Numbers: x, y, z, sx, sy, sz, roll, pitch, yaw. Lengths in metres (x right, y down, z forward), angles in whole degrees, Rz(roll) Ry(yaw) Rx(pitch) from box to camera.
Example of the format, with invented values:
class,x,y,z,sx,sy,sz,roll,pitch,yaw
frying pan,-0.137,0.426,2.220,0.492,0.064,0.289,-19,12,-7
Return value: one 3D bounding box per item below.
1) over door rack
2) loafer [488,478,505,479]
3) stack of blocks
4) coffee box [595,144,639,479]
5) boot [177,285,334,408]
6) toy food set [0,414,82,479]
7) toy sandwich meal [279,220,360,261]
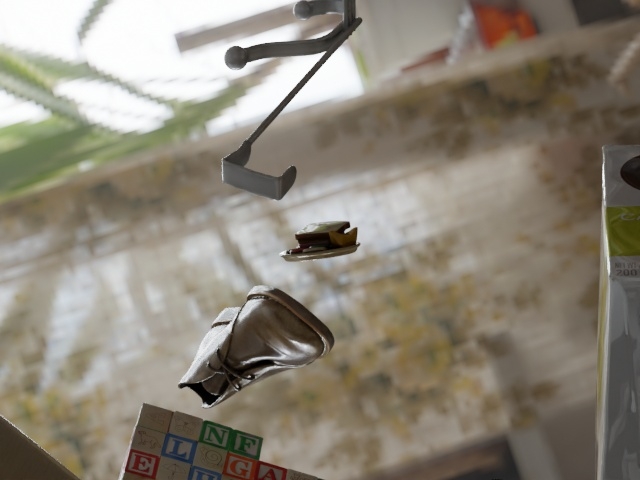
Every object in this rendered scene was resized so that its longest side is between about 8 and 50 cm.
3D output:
class,x,y,z,sx,sy,sz,roll,pitch,yaw
over door rack,-0.042,-0.220,1.575,0.324,0.108,0.239,-69,-19,-55
loafer,0.226,0.343,2.500,0.223,0.076,0.078,67,-140,-86
stack of blocks,-0.121,0.343,2.620,0.171,0.297,0.087,-78,7,-49
coffee box,0.440,0.114,1.926,0.334,0.337,0.338,-74,-17,-65
boot,-0.076,0.130,2.199,0.112,0.115,0.305,43,158,-6
toy food set,-0.263,0.236,1.418,0.220,0.092,0.306,41,-154,-8
toy sandwich meal,0.000,0.000,1.847,0.085,0.085,0.029,-142,44,-84
